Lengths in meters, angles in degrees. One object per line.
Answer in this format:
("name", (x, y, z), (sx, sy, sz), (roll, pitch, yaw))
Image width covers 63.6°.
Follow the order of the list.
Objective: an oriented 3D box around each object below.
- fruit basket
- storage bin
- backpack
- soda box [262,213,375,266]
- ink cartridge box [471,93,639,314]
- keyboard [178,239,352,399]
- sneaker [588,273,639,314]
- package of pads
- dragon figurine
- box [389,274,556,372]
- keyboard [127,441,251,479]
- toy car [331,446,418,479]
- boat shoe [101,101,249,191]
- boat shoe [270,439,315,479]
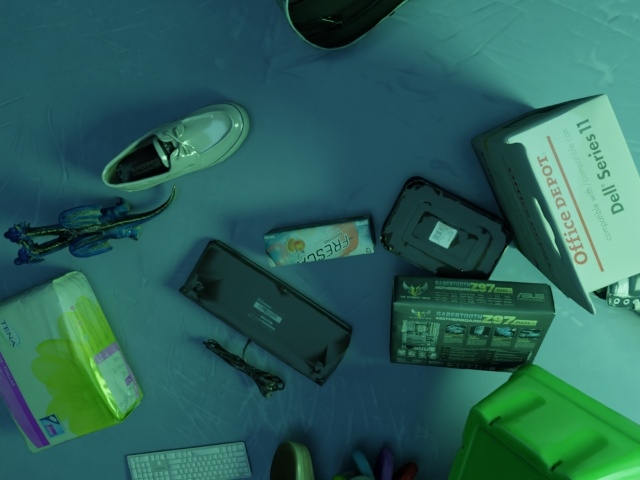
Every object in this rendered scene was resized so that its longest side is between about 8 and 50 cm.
("fruit basket", (0.375, 0.404, 0.770), (0.391, 0.282, 0.393), (-13, 115, -30))
("storage bin", (0.197, -0.013, 0.828), (0.180, 0.084, 0.122), (27, 104, 2))
("backpack", (0.042, -0.398, 0.707), (0.253, 0.225, 0.191), (-38, 71, 18))
("soda box", (0.000, 0.000, 0.872), (0.182, 0.063, 0.058), (-9, 99, 11))
("ink cartridge box", (0.307, -0.062, 0.661), (0.119, 0.353, 0.207), (-24, 97, 13))
("keyboard", (-0.114, 0.159, 0.939), (0.317, 0.033, 0.202), (34, 98, 2))
("sneaker", (0.519, 0.111, 0.792), (0.153, 0.099, 0.283), (-25, 90, 8))
("package of pads", (-0.497, 0.229, 0.977), (0.229, 0.101, 0.297), (-22, 98, 13))
("dragon figurine", (-0.389, -0.020, 0.887), (0.288, 0.144, 0.085), (-12, 100, 11))
("box", (0.227, 0.136, 0.818), (0.232, 0.059, 0.184), (2, 139, 8))
("keyboard", (-0.264, 0.449, 1.029), (0.255, 0.014, 0.072), (-11, 99, 11))
("toy car", (0.111, 0.442, 0.915), (0.181, 0.159, 0.136), (25, 69, 4))
("boat shoe", (-0.247, -0.155, 0.867), (0.267, 0.088, 0.096), (-19, 98, 12))
("boat shoe", (-0.026, 0.507, 0.967), (0.098, 0.109, 0.303), (-9, 102, -29))
